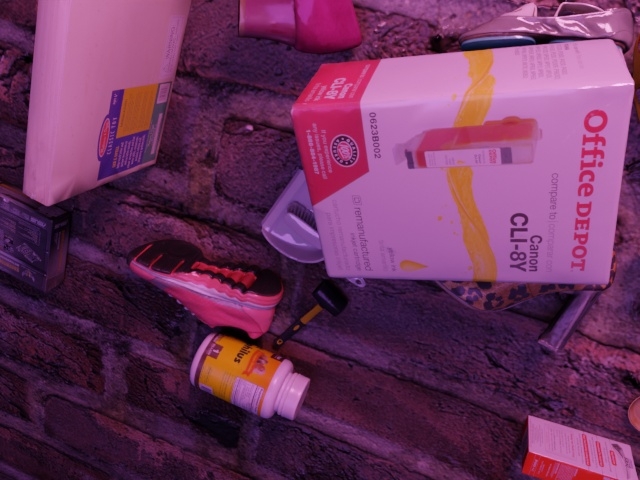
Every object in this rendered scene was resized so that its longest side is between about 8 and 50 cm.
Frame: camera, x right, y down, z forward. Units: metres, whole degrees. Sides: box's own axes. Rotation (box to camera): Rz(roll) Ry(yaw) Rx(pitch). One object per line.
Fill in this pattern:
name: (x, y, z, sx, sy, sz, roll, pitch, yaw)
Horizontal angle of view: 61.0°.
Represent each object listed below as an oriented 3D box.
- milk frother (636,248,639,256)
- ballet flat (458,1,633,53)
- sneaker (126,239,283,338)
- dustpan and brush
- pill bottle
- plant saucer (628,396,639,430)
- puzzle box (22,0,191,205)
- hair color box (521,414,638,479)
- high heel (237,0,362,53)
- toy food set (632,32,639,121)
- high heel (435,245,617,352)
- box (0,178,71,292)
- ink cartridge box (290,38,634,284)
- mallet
milk frother: (0.479, -0.031, 0.733, 0.135, 0.129, 0.143, -58, 43, 28)
ballet flat: (0.293, -0.277, 0.715, 0.213, 0.072, 0.068, 8, 86, 16)
sneaker: (-0.228, 0.100, 1.020, 0.313, 0.116, 0.136, 18, 117, 12)
dustpan and brush: (0.000, 0.000, 0.926, 0.211, 0.060, 0.147, 39, 119, 1)
pill bottle: (-0.133, 0.265, 1.051, 0.215, 0.117, 0.117, 21, 117, 10)
plant saucer: (0.538, 0.275, 0.871, 0.083, 0.015, 0.083, 7, 113, 17)
puzzle box: (-0.305, -0.270, 0.807, 0.052, 0.272, 0.409, 26, 117, 8)
hair color box: (0.425, 0.363, 0.904, 0.167, 0.093, 0.053, 13, 116, 15)
high heel: (-0.014, -0.457, 0.745, 0.181, 0.127, 0.377, 3, 111, -12)
toy food set: (0.428, -0.198, 0.638, 0.128, 0.071, 0.218, 15, 147, 40)
high heel: (0.297, 0.030, 0.829, 0.261, 0.093, 0.186, 28, 106, 10)
box: (-0.650, -0.018, 1.156, 0.231, 0.056, 0.183, 24, 118, 10)
ink cartridge box: (0.185, -0.095, 0.734, 0.384, 0.160, 0.279, 0, 125, 19)
mallet: (-0.021, 0.153, 1.015, 0.062, 0.039, 0.190, 37, 123, 0)
